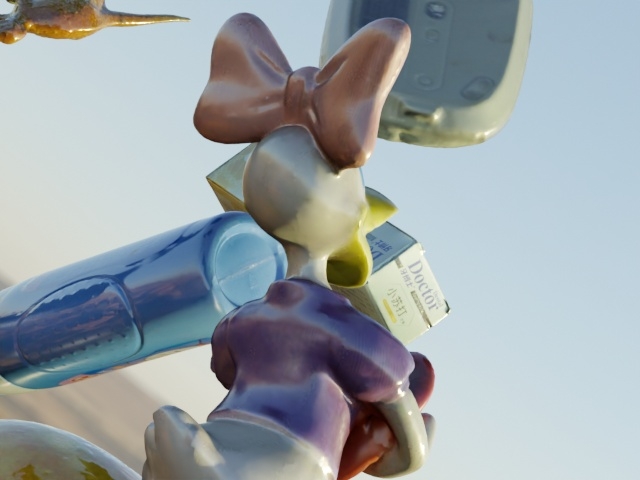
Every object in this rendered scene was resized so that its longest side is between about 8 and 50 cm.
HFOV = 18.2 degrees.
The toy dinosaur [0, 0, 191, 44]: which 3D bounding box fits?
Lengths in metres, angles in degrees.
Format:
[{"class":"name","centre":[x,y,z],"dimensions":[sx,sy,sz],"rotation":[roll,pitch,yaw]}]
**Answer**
[{"class":"toy dinosaur","centre":[-0.171,-0.160,1.459],"dimensions":[0.162,0.039,0.126],"rotation":[11,25,-11]}]

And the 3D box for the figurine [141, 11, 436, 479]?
[{"class":"figurine","centre":[-0.029,0.079,1.188],"dimensions":[0.154,0.421,0.193],"rotation":[7,-14,37]}]

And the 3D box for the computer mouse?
[{"class":"computer mouse","centre":[0.100,-0.188,1.900],"dimensions":[0.197,0.331,0.095],"rotation":[11,-50,4]}]

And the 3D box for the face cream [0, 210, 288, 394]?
[{"class":"face cream","centre":[-0.155,0.052,1.410],"dimensions":[0.149,0.264,0.083],"rotation":[-23,95,-58]}]

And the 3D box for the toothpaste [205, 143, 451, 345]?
[{"class":"toothpaste","centre":[0.000,0.000,1.773],"dimensions":[0.313,0.071,0.089],"rotation":[34,-25,56]}]

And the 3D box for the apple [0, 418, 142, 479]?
[{"class":"apple","centre":[-0.251,0.337,1.629],"dimensions":[0.374,0.374,0.384],"rotation":[29,-30,48]}]
